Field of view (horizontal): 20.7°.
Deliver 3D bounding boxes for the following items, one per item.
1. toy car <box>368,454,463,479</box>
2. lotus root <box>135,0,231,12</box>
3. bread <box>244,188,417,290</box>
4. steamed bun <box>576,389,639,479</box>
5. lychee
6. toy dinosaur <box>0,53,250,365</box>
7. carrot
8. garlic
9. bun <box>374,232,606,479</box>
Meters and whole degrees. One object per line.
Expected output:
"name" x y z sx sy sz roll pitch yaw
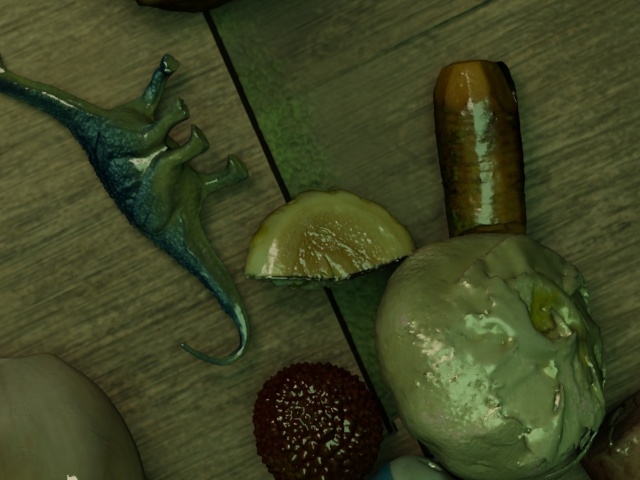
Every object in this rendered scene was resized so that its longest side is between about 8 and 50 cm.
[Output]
"toy car" 0.105 0.322 1.562 0.190 0.188 0.255 -33 95 4
"lotus root" -0.131 -0.399 1.554 0.375 0.111 0.390 0 96 -2
"bread" 0.000 0.000 1.589 0.157 0.083 0.094 -21 93 -13
"steamed bun" 0.335 0.196 1.615 0.175 0.106 0.145 -35 100 13
"lychee" -0.007 0.168 1.580 0.123 0.129 0.123 -10 68 25
"toy dinosaur" -0.150 -0.062 1.585 0.147 0.076 0.363 -38 93 18
"carrot" 0.146 -0.078 1.597 0.082 0.082 0.173 -8 90 -3
"garlic" -0.236 0.256 1.563 0.246 0.231 0.340 -22 62 24
"bun" 0.160 0.098 1.529 0.239 0.141 0.239 20 53 -29
